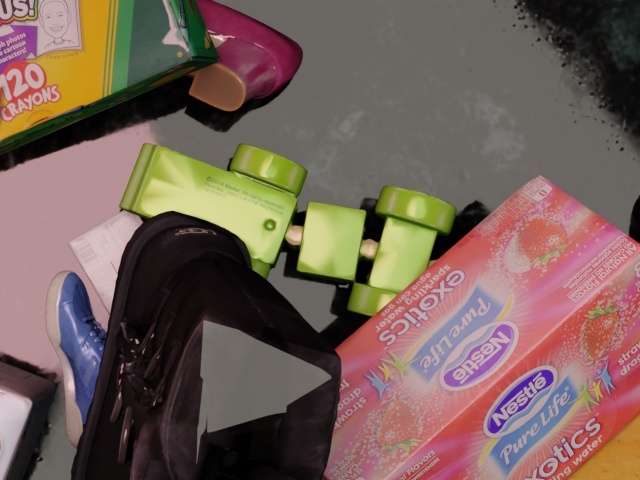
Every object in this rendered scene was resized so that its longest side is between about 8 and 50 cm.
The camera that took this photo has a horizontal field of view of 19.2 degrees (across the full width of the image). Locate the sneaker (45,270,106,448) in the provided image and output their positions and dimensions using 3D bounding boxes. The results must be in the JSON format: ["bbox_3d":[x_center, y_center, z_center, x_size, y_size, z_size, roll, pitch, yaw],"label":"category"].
[{"bbox_3d":[-0.175,0.097,1.571,0.085,0.058,0.152,-7,91,22],"label":"sneaker"}]

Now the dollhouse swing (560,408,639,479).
[{"bbox_3d":[0.253,0.307,1.578,0.347,0.315,0.305,-48,133,-15],"label":"dollhouse swing"}]

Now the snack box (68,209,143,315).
[{"bbox_3d":[-0.143,0.063,1.608,0.064,0.022,0.178,-30,90,-7],"label":"snack box"}]

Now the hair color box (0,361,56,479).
[{"bbox_3d":[-0.307,0.131,1.410,0.185,0.374,0.113,21,85,-4],"label":"hair color box"}]

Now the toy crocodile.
[{"bbox_3d":[0.000,0.000,1.595,0.341,0.105,0.115,16,85,0],"label":"toy crocodile"}]

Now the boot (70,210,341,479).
[{"bbox_3d":[-0.086,0.188,1.329,0.146,0.445,0.367,-1,100,-13],"label":"boot"}]

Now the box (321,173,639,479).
[{"bbox_3d":[0.129,0.114,1.498,0.300,0.142,0.154,-40,131,-9],"label":"box"}]

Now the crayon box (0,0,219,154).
[{"bbox_3d":[-0.242,-0.170,1.537,0.278,0.081,0.165,-22,89,14],"label":"crayon box"}]

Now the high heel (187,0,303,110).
[{"bbox_3d":[-0.133,-0.196,1.616,0.244,0.117,0.082,27,122,15],"label":"high heel"}]
